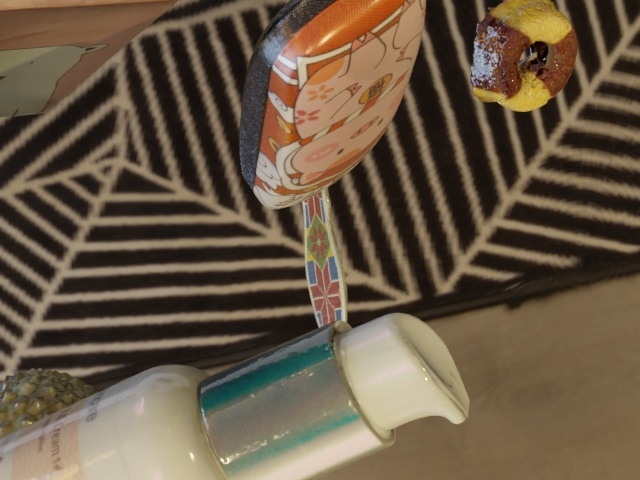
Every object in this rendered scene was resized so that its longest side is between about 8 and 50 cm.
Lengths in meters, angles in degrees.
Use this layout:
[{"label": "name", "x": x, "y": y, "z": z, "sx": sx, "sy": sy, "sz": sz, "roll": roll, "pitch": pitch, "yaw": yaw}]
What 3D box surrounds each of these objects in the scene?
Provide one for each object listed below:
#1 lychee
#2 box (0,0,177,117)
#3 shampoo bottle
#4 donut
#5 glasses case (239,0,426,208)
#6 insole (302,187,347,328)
[{"label": "lychee", "x": -0.355, "y": 0.299, "z": 1.882, "sx": 0.255, "sy": 0.255, "sz": 0.274, "roll": 26, "pitch": 69, "yaw": 9}, {"label": "box", "x": -0.230, "y": -0.138, "z": 0.905, "sx": 0.215, "sy": 0.215, "sz": 0.086, "roll": -10, "pitch": 81, "yaw": -35}, {"label": "shampoo bottle", "x": -0.044, "y": 0.077, "z": 0.548, "sx": 0.192, "sy": 0.074, "sz": 0.074, "roll": -26, "pitch": 86, "yaw": 17}, {"label": "donut", "x": 0.234, "y": -0.210, "z": 1.731, "sx": 0.140, "sy": 0.140, "sz": 0.059, "roll": -51, "pitch": 46, "yaw": 6}, {"label": "glasses case", "x": 0.003, "y": -0.091, "z": 0.932, "sx": 0.103, "sy": 0.267, "sz": 0.067, "roll": -34, "pitch": 78, "yaw": -14}, {"label": "insole", "x": 0.000, "y": 0.000, "z": 1.360, "sx": 0.006, "sy": 0.065, "sz": 0.193, "roll": -6, "pitch": 86, "yaw": -29}]
